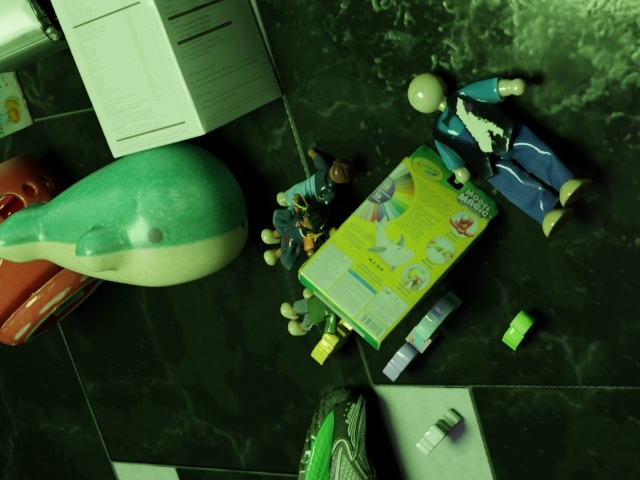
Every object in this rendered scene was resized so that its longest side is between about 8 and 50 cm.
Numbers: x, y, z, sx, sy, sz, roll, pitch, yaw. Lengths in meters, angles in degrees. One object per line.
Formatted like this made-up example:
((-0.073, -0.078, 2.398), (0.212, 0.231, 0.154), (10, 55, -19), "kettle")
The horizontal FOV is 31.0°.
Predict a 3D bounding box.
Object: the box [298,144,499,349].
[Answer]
((0.076, 0.003, 1.092), (0.105, 0.179, 0.043), (42, 169, 11), "box")

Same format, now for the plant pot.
((-0.364, 0.020, 1.387), (0.174, 0.191, 0.191), (50, 131, 1), "plant pot")

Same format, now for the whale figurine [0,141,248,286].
((-0.214, -0.034, 1.231), (0.272, 0.216, 0.141), (0, 106, 12), "whale figurine")

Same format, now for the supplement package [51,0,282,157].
((-0.164, -0.227, 1.150), (0.139, 0.134, 0.244), (-9, 107, 39), "supplement package")

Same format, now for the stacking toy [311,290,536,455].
((0.101, 0.099, 1.177), (0.167, 0.052, 0.221), (41, 129, 13), "stacking toy")

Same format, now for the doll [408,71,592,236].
((0.156, -0.092, 1.043), (0.189, 0.046, 0.129), (41, 135, 20), "doll")

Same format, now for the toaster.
((-0.335, -0.267, 1.216), (0.110, 0.185, 0.168), (-26, 98, 6), "toaster")

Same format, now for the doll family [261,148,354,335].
((0.000, 0.000, 1.159), (0.111, 0.076, 0.193), (-37, 70, 53), "doll family")

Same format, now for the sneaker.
((0.061, 0.321, 1.290), (0.146, 0.134, 0.343), (-8, 105, 12), "sneaker")

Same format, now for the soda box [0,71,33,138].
((-0.413, -0.212, 1.387), (0.058, 0.063, 0.183), (-4, 110, 37), "soda box")
